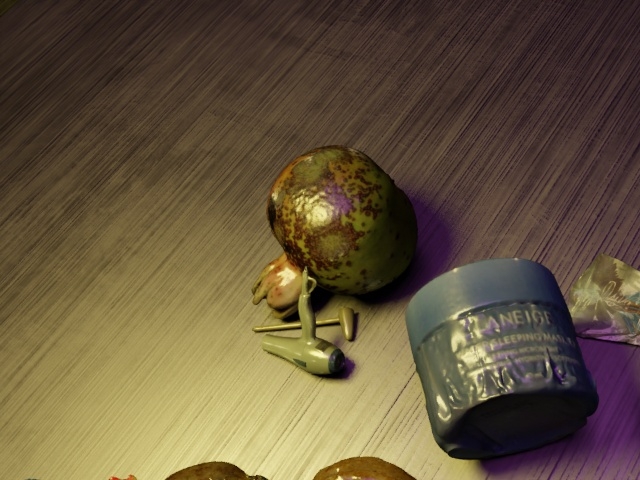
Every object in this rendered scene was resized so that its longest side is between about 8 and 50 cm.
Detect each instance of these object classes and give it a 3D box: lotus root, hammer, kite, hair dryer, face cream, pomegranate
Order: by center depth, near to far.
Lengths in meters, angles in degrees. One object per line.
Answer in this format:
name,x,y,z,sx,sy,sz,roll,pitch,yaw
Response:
face cream,0.269,0.184,1.166,0.249,0.249,0.225,-16,54,5
lotus root,-0.173,0.410,1.219,0.209,0.120,0.120,-15,51,7
kite,0.557,0.134,1.266,0.310,0.015,0.169,24,64,33
hair dryer,-0.052,0.142,1.352,0.167,0.199,0.067,-8,18,38
pomegranate,0.000,0.000,1.396,0.341,0.285,0.285,-46,51,10
hammer,-0.033,0.164,1.421,0.195,0.028,0.060,-8,59,15

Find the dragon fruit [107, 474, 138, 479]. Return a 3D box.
dragon fruit,-0.342,0.442,1.248,0.153,0.111,0.153,-7,56,10

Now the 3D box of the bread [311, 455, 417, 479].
bread,0.065,0.422,1.132,0.230,0.123,0.230,-8,50,10

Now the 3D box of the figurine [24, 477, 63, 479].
figurine,-0.518,0.470,1.252,0.262,0.120,0.164,-4,85,31
